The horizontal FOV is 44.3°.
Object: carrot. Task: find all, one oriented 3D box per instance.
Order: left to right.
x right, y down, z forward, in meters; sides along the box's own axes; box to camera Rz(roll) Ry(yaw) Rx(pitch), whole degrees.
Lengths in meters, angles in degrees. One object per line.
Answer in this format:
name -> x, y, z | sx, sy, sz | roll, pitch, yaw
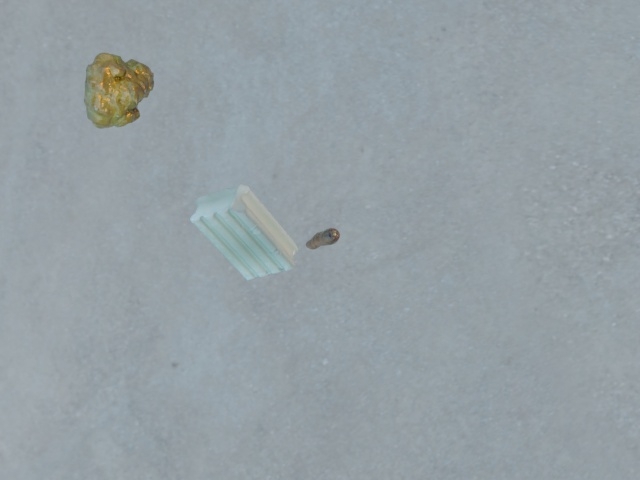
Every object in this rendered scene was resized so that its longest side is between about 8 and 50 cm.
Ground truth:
carrot -> -0.001, -0.002, 1.708 | 0.165, 0.036, 0.035 | -17, 86, 66

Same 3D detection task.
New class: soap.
soap -> -0.142, -0.012, 1.505 | 0.119, 0.198, 0.066 | -15, 45, 26

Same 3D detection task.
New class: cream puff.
cream puff -> -0.369, -0.274, 1.455 | 0.146, 0.116, 0.146 | 179, 90, -84
